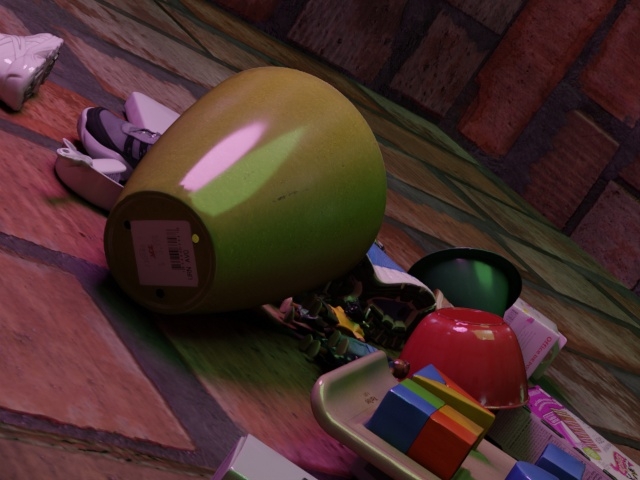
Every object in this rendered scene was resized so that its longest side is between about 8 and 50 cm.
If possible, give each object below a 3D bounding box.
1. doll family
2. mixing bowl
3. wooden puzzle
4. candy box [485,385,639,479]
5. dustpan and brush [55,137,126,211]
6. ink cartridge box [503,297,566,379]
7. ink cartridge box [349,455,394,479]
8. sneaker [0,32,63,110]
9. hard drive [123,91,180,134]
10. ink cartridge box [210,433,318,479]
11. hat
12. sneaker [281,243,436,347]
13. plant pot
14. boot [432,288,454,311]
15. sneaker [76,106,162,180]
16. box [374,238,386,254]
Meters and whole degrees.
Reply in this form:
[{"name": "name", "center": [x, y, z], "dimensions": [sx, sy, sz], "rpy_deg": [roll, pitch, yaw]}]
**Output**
[{"name": "doll family", "center": [0.033, 0.123, 1.709], "dimensions": [0.111, 0.076, 0.193], "rpy_deg": [31, 17, -34]}, {"name": "mixing bowl", "center": [0.183, 0.142, 1.788], "dimensions": [0.181, 0.098, 0.181], "rpy_deg": [7, 9, -1]}, {"name": "wooden puzzle", "center": [0.170, 0.224, 1.405], "dimensions": [0.348, 0.080, 0.322], "rpy_deg": [38, 9, 10]}, {"name": "candy box", "center": [0.339, 0.292, 1.846], "dimensions": [0.233, 0.071, 0.159], "rpy_deg": [39, 13, 18]}, {"name": "dustpan and brush", "center": [-0.276, -0.083, 1.688], "dimensions": [0.147, 0.060, 0.211], "rpy_deg": [37, 13, 12]}, {"name": "ink cartridge box", "center": [0.314, 0.150, 2.261], "dimensions": [0.143, 0.092, 0.090], "rpy_deg": [36, 12, -1]}, {"name": "ink cartridge box", "center": [0.145, 0.273, 1.489], "dimensions": [0.189, 0.066, 0.232], "rpy_deg": [38, 5, 17]}, {"name": "sneaker", "center": [-0.421, -0.253, 1.895], "dimensions": [0.115, 0.090, 0.232], "rpy_deg": [29, 12, -8]}, {"name": "hard drive", "center": [-0.183, -0.114, 2.084], "dimensions": [0.203, 0.040, 0.307], "rpy_deg": [29, 14, -24]}, {"name": "ink cartridge box", "center": [-0.021, 0.242, 0.992], "dimensions": [0.175, 0.127, 0.072], "rpy_deg": [34, 15, -1]}, {"name": "hat", "center": [0.227, 0.133, 2.099], "dimensions": [0.208, 0.173, 0.183], "rpy_deg": [1, 47, 3]}, {"name": "sneaker", "center": [0.009, 0.035, 1.872], "dimensions": [0.330, 0.130, 0.147], "rpy_deg": [34, 7, -45]}, {"name": "plant pot", "center": [-0.106, -0.032, 1.561], "dimensions": [0.275, 0.275, 0.293], "rpy_deg": [37, 28, 10]}, {"name": "boot", "center": [0.210, 0.156, 2.019], "dimensions": [0.165, 0.077, 0.213], "rpy_deg": [36, 9, -8]}, {"name": "sneaker", "center": [-0.194, -0.127, 1.825], "dimensions": [0.268, 0.153, 0.101], "rpy_deg": [41, 23, 20]}, {"name": "box", "center": [0.048, 0.004, 2.037], "dimensions": [0.083, 0.052, 0.062], "rpy_deg": [43, 8, -9]}]
